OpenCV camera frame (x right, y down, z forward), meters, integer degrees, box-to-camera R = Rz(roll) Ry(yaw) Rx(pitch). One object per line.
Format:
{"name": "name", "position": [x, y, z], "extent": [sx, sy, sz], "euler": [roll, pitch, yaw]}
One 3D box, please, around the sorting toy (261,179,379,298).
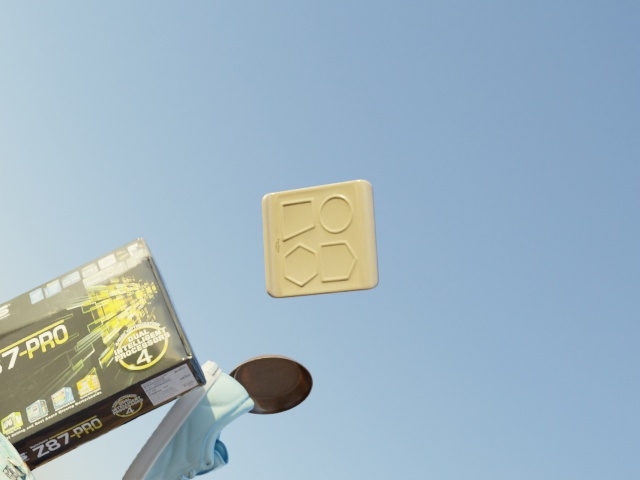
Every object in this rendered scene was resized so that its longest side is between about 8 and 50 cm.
{"name": "sorting toy", "position": [0.000, 0.000, 1.670], "extent": [0.038, 0.208, 0.193], "euler": [15, 71, -67]}

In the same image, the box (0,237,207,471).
{"name": "box", "position": [-0.427, 0.200, 1.618], "extent": [0.318, 0.394, 0.097], "euler": [59, -8, 45]}

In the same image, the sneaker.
{"name": "sneaker", "position": [-0.260, 0.412, 1.778], "extent": [0.150, 0.366, 0.135], "euler": [36, 11, 1]}

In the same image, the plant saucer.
{"name": "plant saucer", "position": [-0.116, 0.311, 2.085], "extent": [0.036, 0.198, 0.199], "euler": [-101, -177, -48]}

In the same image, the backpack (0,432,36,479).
{"name": "backpack", "position": [-0.354, 0.270, 0.973], "extent": [0.182, 0.115, 0.152], "euler": [41, -48, 25]}
